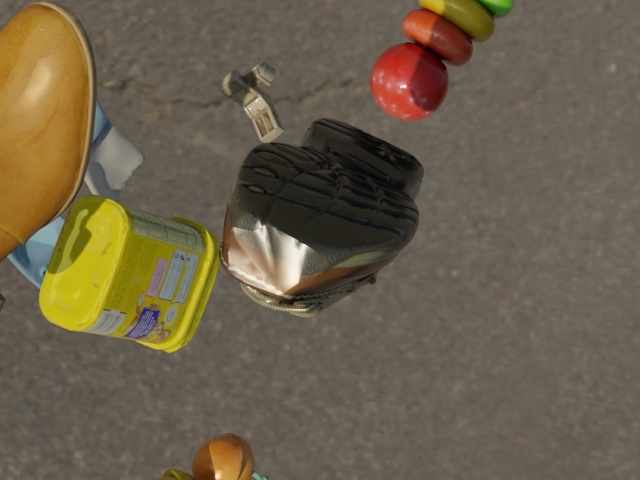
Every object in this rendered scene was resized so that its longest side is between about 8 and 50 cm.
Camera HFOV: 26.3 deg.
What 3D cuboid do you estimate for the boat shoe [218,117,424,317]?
[{"bbox_3d":[0.000,0.000,0.978,0.123,0.324,0.119,29,106,7],"label":"boat shoe"}]

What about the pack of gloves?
[{"bbox_3d":[-0.254,-0.052,1.406,0.195,0.046,0.232,-61,157,-15],"label":"pack of gloves"}]

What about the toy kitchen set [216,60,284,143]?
[{"bbox_3d":[-0.082,-0.193,1.873,0.068,0.075,0.083,-36,144,18],"label":"toy kitchen set"}]

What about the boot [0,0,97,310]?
[{"bbox_3d":[-0.275,-0.021,0.915,0.211,0.104,0.295,-17,138,-57],"label":"boot"}]

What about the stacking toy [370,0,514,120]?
[{"bbox_3d":[0.168,-0.281,1.546,0.141,0.141,0.330,33,90,-31],"label":"stacking toy"}]

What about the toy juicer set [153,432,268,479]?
[{"bbox_3d":[-0.152,0.318,1.280,0.329,0.089,0.209,-44,158,-35],"label":"toy juicer set"}]

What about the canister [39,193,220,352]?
[{"bbox_3d":[-0.170,0.030,1.240,0.170,0.073,0.126,21,89,-65],"label":"canister"}]
